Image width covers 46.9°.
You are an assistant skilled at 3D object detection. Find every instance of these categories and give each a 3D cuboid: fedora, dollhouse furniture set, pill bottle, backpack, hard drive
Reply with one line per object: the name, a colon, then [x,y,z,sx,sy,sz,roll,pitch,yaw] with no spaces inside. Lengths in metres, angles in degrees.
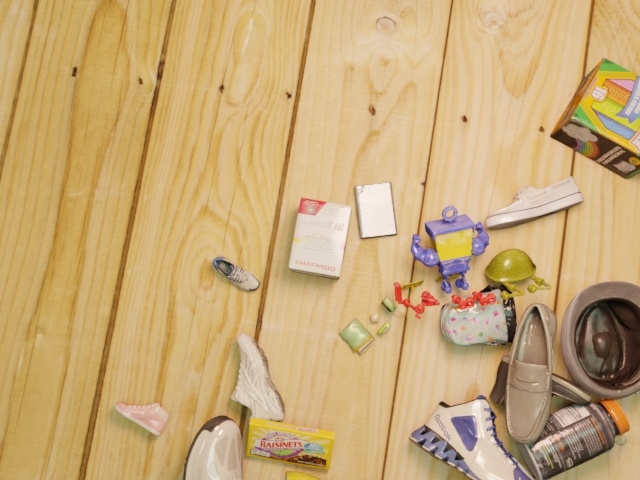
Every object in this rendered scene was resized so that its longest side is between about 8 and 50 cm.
fedora: [0.681,0.233,1.759,0.243,0.124,0.276,-11,88,1]
dollhouse furniture set: [0.122,0.207,1.807,0.151,0.058,0.076,-42,83,-4]
pill bottle: [0.593,0.457,1.729,0.245,0.130,0.131,-24,83,-2]
backpack: [0.378,0.188,1.777,0.181,0.115,0.152,-8,85,3]
hard drive: [0.140,-0.075,1.860,0.094,0.022,0.135,-6,83,0]

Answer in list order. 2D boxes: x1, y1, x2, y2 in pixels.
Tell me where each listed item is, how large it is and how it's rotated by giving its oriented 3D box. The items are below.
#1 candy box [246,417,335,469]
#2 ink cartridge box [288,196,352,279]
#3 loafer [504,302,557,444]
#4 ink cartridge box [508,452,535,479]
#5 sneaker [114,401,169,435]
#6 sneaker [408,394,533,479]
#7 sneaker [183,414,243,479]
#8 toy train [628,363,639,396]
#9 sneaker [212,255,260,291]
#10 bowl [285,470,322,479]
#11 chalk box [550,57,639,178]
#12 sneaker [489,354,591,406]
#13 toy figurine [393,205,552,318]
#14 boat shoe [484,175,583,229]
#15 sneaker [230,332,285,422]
candy box: [-0.073,0.488,1.769,0.205,0.027,0.105,9,114,2]
ink cartridge box: [0.000,0.000,1.801,0.128,0.127,0.176,11,83,2]
loafer: [0.473,0.299,1.680,0.112,0.111,0.320,2,74,29]
ink cartridge box: [0.432,0.687,1.741,0.275,0.060,0.239,-41,85,-4]
sneaker: [-0.430,0.413,1.800,0.134,0.051,0.070,31,83,1]
sneaker: [0.378,0.465,1.709,0.315,0.127,0.182,27,78,28]
sneaker: [-0.169,0.632,1.658,0.257,0.169,0.448,4,91,36]
toy train: [0.834,0.312,1.785,0.166,0.046,0.125,-18,83,-1]
sneaker: [-0.213,0.084,1.831,0.135,0.058,0.052,29,85,4]
bowl: [0.003,0.661,1.645,0.155,0.289,0.290,-1,83,-5]
chalk box: [0.748,-0.277,1.795,0.288,0.180,0.179,29,85,3]
sneaker: [0.520,0.367,1.754,0.222,0.083,0.118,21,91,31]
toy figurine: [0.343,0.022,1.723,0.362,0.191,0.217,-11,109,-5]
boat shoe: [0.519,-0.094,1.828,0.258,0.095,0.084,-16,79,-11]
sneaker: [-0.173,0.341,1.785,0.115,0.090,0.232,-21,82,2]
